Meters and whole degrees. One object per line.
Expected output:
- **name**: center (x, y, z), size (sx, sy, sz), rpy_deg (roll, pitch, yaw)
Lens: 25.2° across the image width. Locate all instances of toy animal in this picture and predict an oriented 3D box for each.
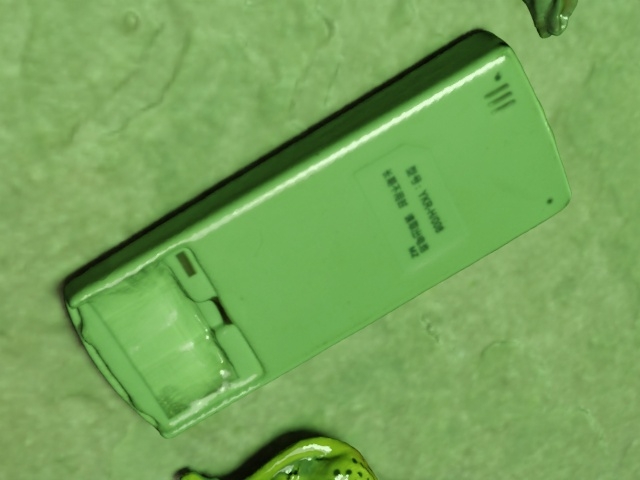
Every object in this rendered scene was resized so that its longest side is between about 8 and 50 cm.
- **toy animal**: center (0.013, 0.172, 0.891), size (0.136, 0.073, 0.181), rpy_deg (-40, 114, -8)

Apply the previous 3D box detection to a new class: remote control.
- **remote control**: center (0.000, 0.000, 0.801), size (0.285, 0.038, 0.123), rpy_deg (-32, 124, -2)

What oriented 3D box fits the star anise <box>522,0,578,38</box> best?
- **star anise**: center (0.120, -0.207, 0.700), size (0.231, 0.089, 0.209), rpy_deg (14, 99, -36)
